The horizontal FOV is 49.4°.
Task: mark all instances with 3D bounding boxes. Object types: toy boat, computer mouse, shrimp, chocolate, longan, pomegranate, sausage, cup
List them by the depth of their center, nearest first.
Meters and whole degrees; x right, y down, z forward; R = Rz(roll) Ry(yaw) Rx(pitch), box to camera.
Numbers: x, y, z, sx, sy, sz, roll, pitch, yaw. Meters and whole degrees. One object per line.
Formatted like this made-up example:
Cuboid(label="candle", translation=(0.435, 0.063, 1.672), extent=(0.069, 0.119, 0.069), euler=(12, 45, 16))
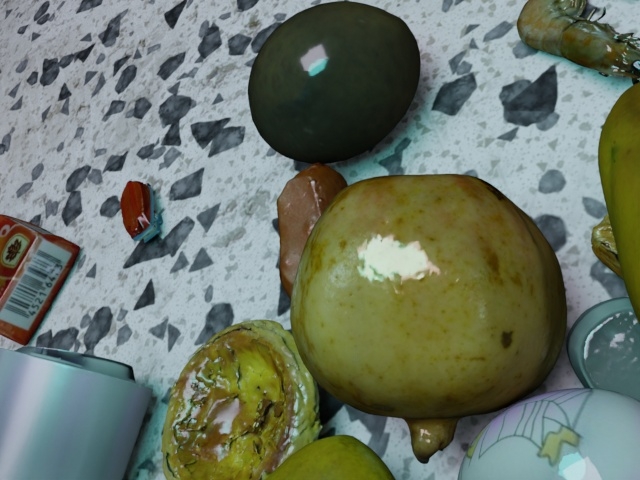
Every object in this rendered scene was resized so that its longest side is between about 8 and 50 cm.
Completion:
Cuboid(label="computer mouse", translation=(0.373, 0.166, 0.764), extent=(0.128, 0.079, 0.231), euler=(-37, 67, 12))
Cuboid(label="pomegranate", translation=(0.126, 0.087, 0.823), extent=(0.342, 0.342, 0.343), euler=(-16, 58, 27))
Cuboid(label="shrimp", translation=(0.416, -0.315, 1.004), extent=(0.169, 0.058, 0.296), euler=(-45, 46, 3))
Cuboid(label="sausage", translation=(0.002, 0.001, 1.065), extent=(0.133, 0.133, 0.258), euler=(-19, 60, 25))
Cuboid(label="cup", translation=(-0.438, 0.356, 1.092), extent=(0.253, 0.253, 0.372), euler=(4, 71, 35))
Cuboid(label="longan", translation=(0.020, -0.251, 1.123), extent=(0.300, 0.300, 0.243), euler=(-9, 102, 30))
Cuboid(label="toy boat", translation=(-0.357, -0.062, 1.387), extent=(0.069, 0.059, 0.173), euler=(-37, 44, 12))
Cuboid(label="chocolate", translation=(-0.659, 0.074, 1.487), extent=(0.234, 0.108, 0.237), euler=(19, 79, 41))

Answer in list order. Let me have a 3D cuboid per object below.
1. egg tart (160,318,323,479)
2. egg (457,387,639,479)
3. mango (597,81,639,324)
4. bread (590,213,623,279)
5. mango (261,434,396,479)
Cuboid(label="egg tart", translation=(-0.105, 0.259, 1.009), extent=(0.290, 0.115, 0.290), euler=(-18, 56, 28))
Cuboid(label="egg", translation=(0.245, 0.249, 0.706), extent=(0.271, 0.196, 0.196), euler=(-25, 45, 65))
Cuboid(label="mango", translation=(0.432, 0.008, 0.678), extent=(0.300, 0.232, 0.446), euler=(-7, 51, -13))
Cuboid(label="bread", translation=(0.388, 0.006, 0.855), extent=(0.083, 0.044, 0.111), euler=(-42, 47, 6))
Cuboid(label="mango", translation=(-0.043, 0.439, 0.798), extent=(0.301, 0.220, 0.445), euler=(16, 73, 30))
